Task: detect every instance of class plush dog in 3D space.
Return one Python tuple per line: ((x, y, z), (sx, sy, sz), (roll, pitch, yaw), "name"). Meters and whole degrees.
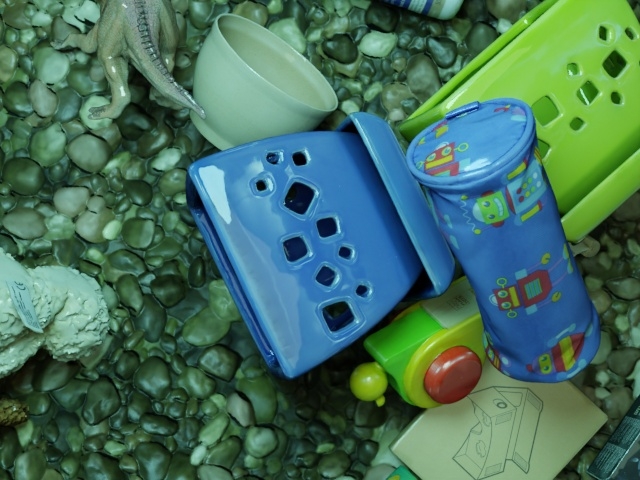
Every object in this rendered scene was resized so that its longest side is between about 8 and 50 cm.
((-0.394, 0.102, 1.125), (0.262, 0.210, 0.225), (36, 112, 1), "plush dog")

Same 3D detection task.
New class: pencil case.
((0.180, 0.005, 1.005), (0.119, 0.133, 0.306), (-20, 129, 9), "pencil case")

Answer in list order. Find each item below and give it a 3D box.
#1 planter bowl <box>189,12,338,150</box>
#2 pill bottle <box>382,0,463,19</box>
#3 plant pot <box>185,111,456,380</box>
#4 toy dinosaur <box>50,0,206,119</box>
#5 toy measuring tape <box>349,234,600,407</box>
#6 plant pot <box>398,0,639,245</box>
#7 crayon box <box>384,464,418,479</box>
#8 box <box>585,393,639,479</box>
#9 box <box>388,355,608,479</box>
((-0.078, -0.157, 1.166), (0.162, 0.162, 0.109), (40, 112, 0), "planter bowl")
((0.046, -0.354, 1.171), (0.265, 0.153, 0.153), (17, 86, -2), "pill bottle")
((0.000, 0.000, 1.117), (0.212, 0.236, 0.235), (-25, 88, -9), "plant pot")
((-0.196, -0.251, 1.123), (0.127, 0.295, 0.200), (0, 128, -27), "toy dinosaur")
((0.176, 0.100, 1.189), (0.330, 0.121, 0.121), (-27, 89, -18), "toy measuring tape")
((0.247, -0.125, 1.140), (0.228, 0.227, 0.207), (-41, 96, -4), "plant pot")
((0.130, 0.334, 1.078), (0.081, 0.278, 0.165), (-43, 90, -5), "crayon box")
((0.420, 0.238, 1.198), (0.147, 0.077, 0.180), (37, 86, 0), "box")
((0.204, 0.221, 1.216), (0.164, 0.021, 0.201), (43, 87, 0), "box")
